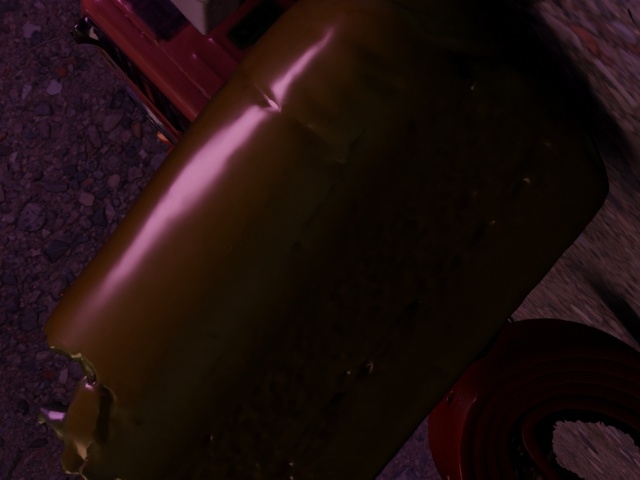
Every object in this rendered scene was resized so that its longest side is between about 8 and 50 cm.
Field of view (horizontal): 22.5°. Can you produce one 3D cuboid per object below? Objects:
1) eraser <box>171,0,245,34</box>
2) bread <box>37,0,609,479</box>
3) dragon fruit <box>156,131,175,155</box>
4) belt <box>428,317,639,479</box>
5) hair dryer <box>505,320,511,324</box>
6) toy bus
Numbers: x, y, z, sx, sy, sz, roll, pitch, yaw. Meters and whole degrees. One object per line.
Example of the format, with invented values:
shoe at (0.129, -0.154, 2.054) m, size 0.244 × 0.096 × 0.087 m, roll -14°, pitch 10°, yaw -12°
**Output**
eraser at (-0.070, -0.241, 0.993) m, size 0.098 × 0.096 × 0.404 m, roll 48°, pitch 170°, yaw 4°
bread at (0.000, 0.000, 1.048) m, size 0.251 × 0.376 × 0.208 m, roll 30°, pitch -163°, yaw -35°
dragon fruit at (-0.041, -0.060, 1.622) m, size 0.189 × 0.290 × 0.290 m, roll 45°, pitch 176°, yaw 37°
belt at (0.255, 0.209, 1.472) m, size 0.324 × 0.227 × 0.115 m, roll 35°, pitch -177°, yaw -16°
hair dryer at (0.202, 0.082, 2.143) m, size 0.219 × 0.071 × 0.124 m, roll 39°, pitch -176°, yaw -35°
toy bus at (-0.006, -0.103, 1.299) m, size 0.427 × 0.203 × 0.233 m, roll 46°, pitch 174°, yaw 16°
